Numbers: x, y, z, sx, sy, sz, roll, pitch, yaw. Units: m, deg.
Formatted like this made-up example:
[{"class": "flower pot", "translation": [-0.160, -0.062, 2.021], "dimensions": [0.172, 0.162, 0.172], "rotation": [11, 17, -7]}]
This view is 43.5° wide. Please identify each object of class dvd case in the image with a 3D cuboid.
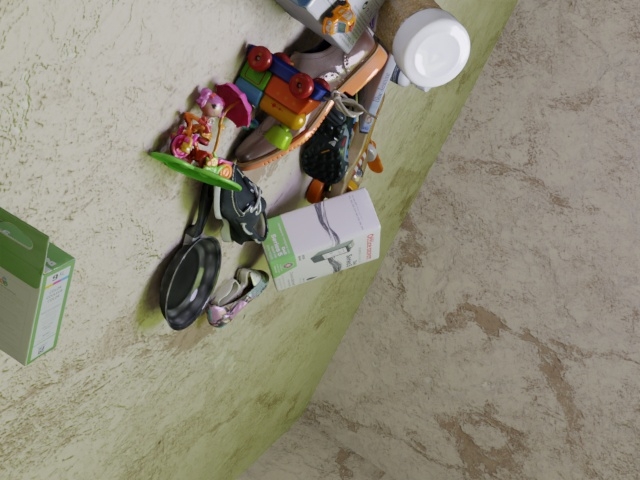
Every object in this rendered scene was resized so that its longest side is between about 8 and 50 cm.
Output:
[{"class": "dvd case", "translation": [0.121, -0.370, 1.653], "dimensions": [0.253, 0.022, 0.180], "rotation": [111, -17, -48]}]

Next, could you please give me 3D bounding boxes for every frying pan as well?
[{"class": "frying pan", "translation": [-0.255, 0.037, 1.521], "dimensions": [0.197, 0.053, 0.326], "rotation": [-56, 158, -36]}]

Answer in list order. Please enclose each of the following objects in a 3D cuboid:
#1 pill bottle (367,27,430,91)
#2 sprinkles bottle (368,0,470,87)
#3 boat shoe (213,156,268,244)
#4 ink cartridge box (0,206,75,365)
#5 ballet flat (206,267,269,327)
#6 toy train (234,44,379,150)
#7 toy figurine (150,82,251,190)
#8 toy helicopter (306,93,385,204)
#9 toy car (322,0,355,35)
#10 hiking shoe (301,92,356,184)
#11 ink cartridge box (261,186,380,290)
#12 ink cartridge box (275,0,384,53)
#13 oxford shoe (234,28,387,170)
[{"class": "pill bottle", "translation": [0.182, -0.414, 1.831], "dimensions": [0.108, 0.180, 0.108], "rotation": [-53, 165, -21]}, {"class": "sprinkles bottle", "translation": [0.142, -0.402, 1.422], "dimensions": [0.355, 0.121, 0.121], "rotation": [-114, -142, -50]}, {"class": "boat shoe", "translation": [-0.147, -0.072, 1.520], "dimensions": [0.302, 0.091, 0.114], "rotation": [91, 5, -75]}, {"class": "ink cartridge box", "translation": [-0.375, 0.044, 1.008], "dimensions": [0.062, 0.109, 0.209], "rotation": [-39, 155, -55]}, {"class": "ballet flat", "translation": [-0.192, 0.115, 1.884], "dimensions": [0.221, 0.077, 0.079], "rotation": [-45, 141, -43]}, {"class": "toy train", "translation": [-0.040, -0.212, 1.359], "dimensions": [0.143, 0.248, 0.105], "rotation": [-58, 167, 15]}, {"class": "toy figurine", "translation": [-0.178, -0.181, 1.290], "dimensions": [0.173, 0.130, 0.159], "rotation": [23, 84, -52]}, {"class": "toy helicopter", "translation": [0.104, -0.232, 2.045], "dimensions": [0.235, 0.140, 0.355], "rotation": [-45, 158, -50]}, {"class": "toy car", "translation": [0.042, -0.348, 1.160], "dimensions": [0.060, 0.040, 0.122], "rotation": [-42, 164, -40]}, {"class": "hiking shoe", "translation": [0.037, -0.242, 1.831], "dimensions": [0.132, 0.113, 0.304], "rotation": [-59, 171, -29]}, {"class": "ink cartridge box", "translation": [0.000, 0.000, 1.915], "dimensions": [0.273, 0.115, 0.198], "rotation": [-18, 158, -5]}, {"class": "ink cartridge box", "translation": [0.073, -0.517, 1.237], "dimensions": [0.395, 0.151, 0.270], "rotation": [-53, 168, 8]}, {"class": "oxford shoe", "translation": [-0.044, -0.282, 1.523], "dimensions": [0.363, 0.133, 0.130], "rotation": [-45, -153, -8]}]
